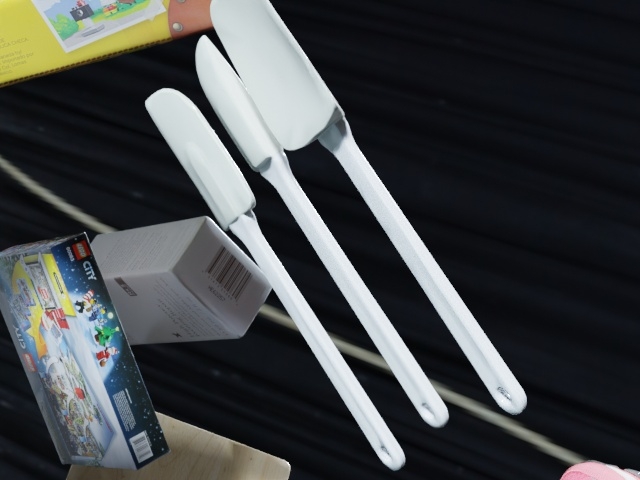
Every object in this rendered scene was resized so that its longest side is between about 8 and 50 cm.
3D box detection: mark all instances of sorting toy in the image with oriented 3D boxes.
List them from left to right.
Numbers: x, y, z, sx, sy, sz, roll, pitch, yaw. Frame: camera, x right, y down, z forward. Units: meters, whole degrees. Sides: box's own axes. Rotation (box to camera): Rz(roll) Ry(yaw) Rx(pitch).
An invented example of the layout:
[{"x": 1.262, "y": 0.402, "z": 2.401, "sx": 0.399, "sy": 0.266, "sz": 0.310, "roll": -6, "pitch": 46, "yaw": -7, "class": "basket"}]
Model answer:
[{"x": -0.193, "y": 0.349, "z": 1.694, "sx": 0.089, "sy": 0.255, "sz": 0.257, "roll": 117, "pitch": -8, "yaw": -46, "class": "sorting toy"}]

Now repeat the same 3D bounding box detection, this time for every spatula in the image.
[{"x": 0.000, "y": 0.000, "z": 0.694, "sx": 0.019, "sy": 0.242, "sz": 0.168, "roll": -30, "pitch": 176, "yaw": -33, "class": "spatula"}]

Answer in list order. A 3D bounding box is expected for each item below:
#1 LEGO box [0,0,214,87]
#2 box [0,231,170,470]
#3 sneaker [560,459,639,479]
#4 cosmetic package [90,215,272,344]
[{"x": -0.291, "y": -0.292, "z": 1.223, "sx": 0.372, "sy": 0.500, "sz": 0.193, "roll": -78, "pitch": 150, "yaw": -53, "class": "LEGO box"}, {"x": -0.246, "y": 0.113, "z": 1.403, "sx": 0.044, "sy": 0.159, "sz": 0.233, "roll": -26, "pitch": 101, "yaw": -36, "class": "box"}, {"x": 0.224, "y": 0.284, "z": 1.164, "sx": 0.314, "sy": 0.136, "sz": 0.116, "roll": -100, "pitch": -161, "yaw": -61, "class": "sneaker"}, {"x": -0.171, "y": 0.048, "z": 1.545, "sx": 0.117, "sy": 0.231, "sz": 0.085, "roll": 46, "pitch": 58, "yaw": -24, "class": "cosmetic package"}]
